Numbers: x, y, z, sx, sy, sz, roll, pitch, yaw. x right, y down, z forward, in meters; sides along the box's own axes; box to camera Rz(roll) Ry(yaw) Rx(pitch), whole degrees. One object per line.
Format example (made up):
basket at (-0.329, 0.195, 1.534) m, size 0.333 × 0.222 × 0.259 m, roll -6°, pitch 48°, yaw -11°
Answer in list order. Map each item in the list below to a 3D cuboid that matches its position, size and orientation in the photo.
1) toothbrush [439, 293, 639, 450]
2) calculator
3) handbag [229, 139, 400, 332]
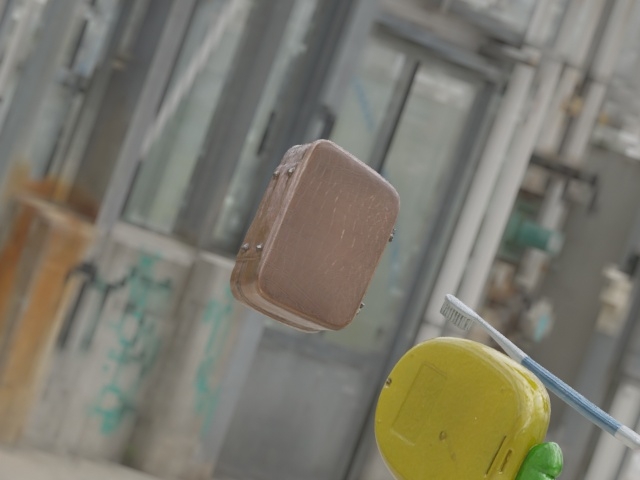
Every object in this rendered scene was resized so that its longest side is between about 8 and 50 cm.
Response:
toothbrush at (0.227, 0.140, 2.036) m, size 0.276 × 0.025 × 0.019 m, roll 38°, pitch 23°, yaw 29°
calculator at (0.122, 0.161, 1.642) m, size 0.032 × 0.146 × 0.235 m, roll 24°, pitch 3°, yaw -35°
handbag at (0.000, 0.000, 2.113) m, size 0.151 × 0.193 × 0.072 m, roll 28°, pitch -18°, yaw -24°
